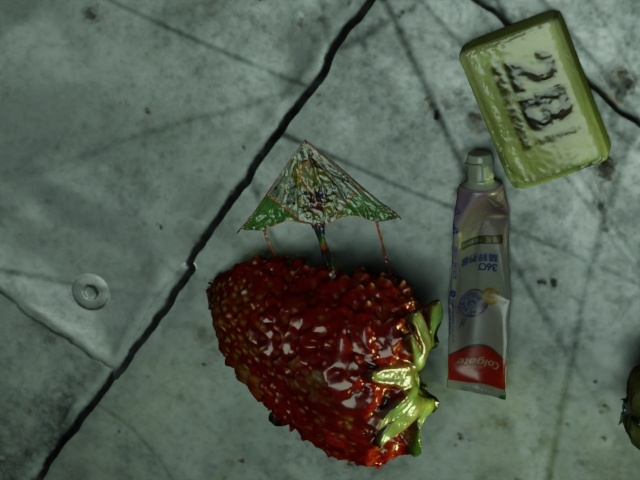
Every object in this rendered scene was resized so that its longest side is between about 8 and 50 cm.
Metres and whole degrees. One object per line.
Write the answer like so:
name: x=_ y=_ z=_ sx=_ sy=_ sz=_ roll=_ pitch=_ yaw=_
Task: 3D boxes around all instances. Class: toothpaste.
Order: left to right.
toothpaste: x=0.182 y=0.042 z=1.698 sx=0.075 sy=0.048 sz=0.301 roll=0 pitch=111 yaw=6

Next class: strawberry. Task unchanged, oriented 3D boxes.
strawberry: x=-0.021 y=0.142 z=1.691 sx=0.306 sy=0.138 sz=0.233 roll=10 pitch=109 yaw=22

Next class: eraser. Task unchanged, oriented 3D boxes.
eraser: x=0.235 y=-0.151 z=1.612 sx=0.117 sy=0.058 sz=0.172 roll=-19 pitch=105 yaw=17

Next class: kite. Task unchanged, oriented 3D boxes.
kite: x=0.000 y=0.000 z=1.736 sx=0.198 sy=0.006 sz=0.244 roll=-8 pitch=107 yaw=13

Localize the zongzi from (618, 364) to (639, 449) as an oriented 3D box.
zongzi: x=0.477 y=0.131 z=1.631 sx=0.251 sy=0.125 sz=0.274 roll=13 pitch=108 yaw=-3
